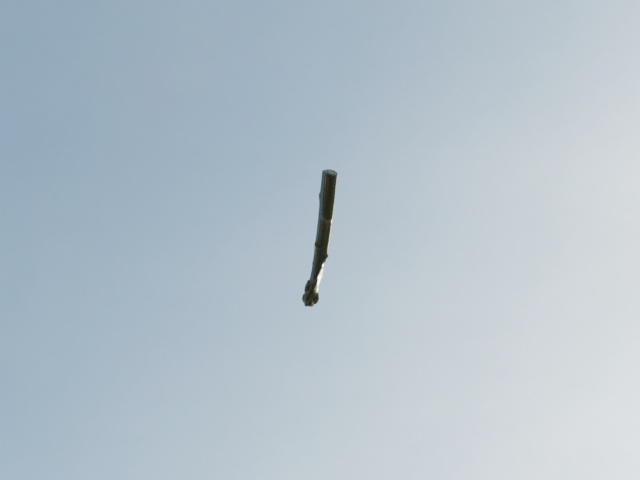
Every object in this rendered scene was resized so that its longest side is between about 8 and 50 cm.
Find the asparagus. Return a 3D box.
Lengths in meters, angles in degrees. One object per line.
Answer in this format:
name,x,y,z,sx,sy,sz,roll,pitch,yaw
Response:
asparagus,0.000,0.000,1.016,0.018,0.015,0.127,12,-70,8
